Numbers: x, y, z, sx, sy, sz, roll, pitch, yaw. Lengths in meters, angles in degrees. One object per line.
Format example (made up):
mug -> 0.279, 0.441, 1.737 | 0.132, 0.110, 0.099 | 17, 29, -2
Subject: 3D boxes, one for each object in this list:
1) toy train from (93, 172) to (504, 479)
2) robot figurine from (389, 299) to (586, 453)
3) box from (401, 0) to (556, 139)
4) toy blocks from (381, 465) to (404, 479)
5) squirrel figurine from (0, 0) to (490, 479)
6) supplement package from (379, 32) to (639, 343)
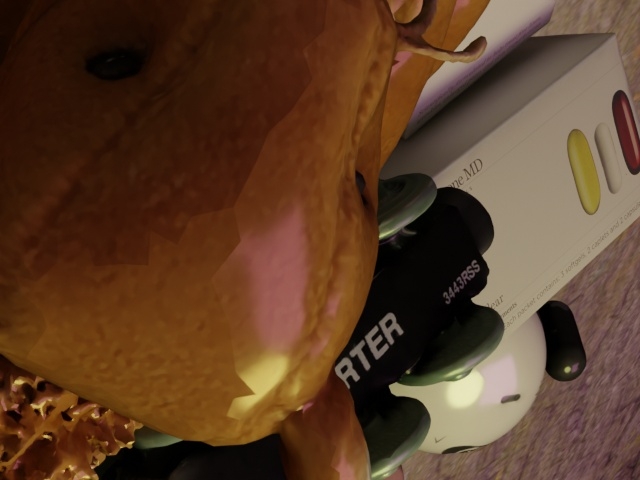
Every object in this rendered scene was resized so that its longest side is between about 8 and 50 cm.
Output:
toy train -> -0.033, 0.078, 0.873 | 0.334, 0.190, 0.142 | -44, 113, -37
robot figurine -> 0.101, 0.071, 1.303 | 0.209, 0.173, 0.278 | -30, -160, 9
box -> 0.078, -0.203, 1.040 | 0.181, 0.119, 0.182 | -40, 153, -31
toy blocks -> -0.136, 0.195, 1.098 | 0.309, 0.260, 0.289 | -34, 146, 33
squirrel figurine -> -0.091, -0.003, 0.601 | 0.397, 0.281, 0.370 | -52, -157, 14
supplement package -> 0.091, -0.036, 1.133 | 0.262, 0.204, 0.145 | -38, 118, -35
